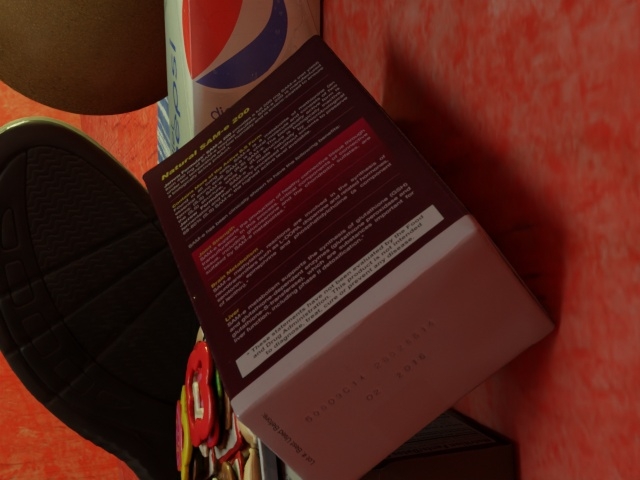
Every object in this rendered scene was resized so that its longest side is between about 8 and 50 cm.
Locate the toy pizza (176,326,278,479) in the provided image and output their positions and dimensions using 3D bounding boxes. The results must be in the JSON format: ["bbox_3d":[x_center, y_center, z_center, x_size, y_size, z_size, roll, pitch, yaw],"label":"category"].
[{"bbox_3d":[-0.059,0.133,0.715,0.201,0.032,0.201,177,90,-75],"label":"toy pizza"}]

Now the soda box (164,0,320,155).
[{"bbox_3d":[-0.055,-0.158,0.852,0.098,0.091,0.286,-127,34,-62],"label":"soda box"}]

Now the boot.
[{"bbox_3d":[-0.129,0.039,0.933,0.377,0.138,0.284,53,-176,-26],"label":"boot"}]

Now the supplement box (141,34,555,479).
[{"bbox_3d":[0.000,0.000,0.621,0.073,0.130,0.239,48,-174,-33],"label":"supplement box"}]

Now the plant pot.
[{"bbox_3d":[-0.152,-0.253,0.986,0.254,0.237,0.237,-34,63,58],"label":"plant pot"}]

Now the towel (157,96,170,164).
[{"bbox_3d":[-0.137,-0.095,1.302,0.243,0.040,0.336,-128,37,-66],"label":"towel"}]

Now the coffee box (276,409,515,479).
[{"bbox_3d":[0.017,0.157,0.697,0.246,0.098,0.141,-161,66,-74],"label":"coffee box"}]
